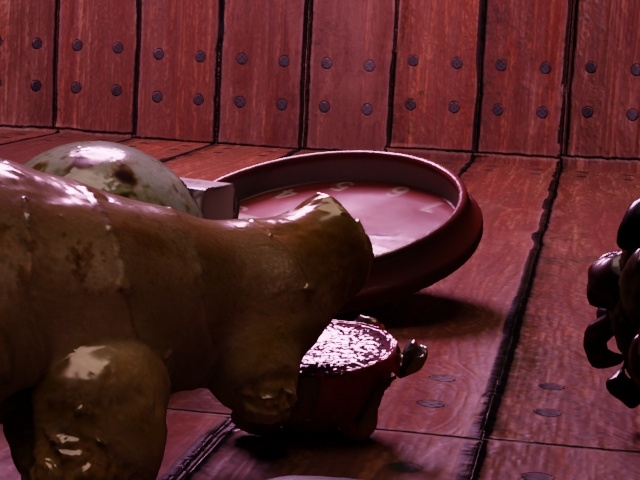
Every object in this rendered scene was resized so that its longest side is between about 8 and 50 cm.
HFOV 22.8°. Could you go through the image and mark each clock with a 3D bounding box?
[{"bbox_3d":[0.000,0.000,1.540,0.318,0.080,0.318,-6,24,3],"label":"clock"}]

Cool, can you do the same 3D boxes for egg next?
[{"bbox_3d":[-0.171,0.006,1.250,0.169,0.169,0.231,6,6,20],"label":"egg"}]

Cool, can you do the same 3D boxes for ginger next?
[{"bbox_3d":[-0.114,0.039,0.909,0.375,0.166,0.236,-1,30,-21],"label":"ginger"}]

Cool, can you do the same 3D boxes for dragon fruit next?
[{"bbox_3d":[-0.001,0.097,1.061,0.126,0.068,0.112,-11,19,-18],"label":"dragon fruit"}]

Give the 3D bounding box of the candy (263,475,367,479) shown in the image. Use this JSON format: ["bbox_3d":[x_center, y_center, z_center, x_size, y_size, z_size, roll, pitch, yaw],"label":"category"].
[{"bbox_3d":[0.034,0.146,0.704,0.174,0.071,0.138,5,9,10],"label":"candy"}]

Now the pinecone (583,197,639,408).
[{"bbox_3d":[0.298,0.040,1.048,0.224,0.224,0.272,1,-3,-13],"label":"pinecone"}]

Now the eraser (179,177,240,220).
[{"bbox_3d":[-0.181,0.001,1.423,0.210,0.124,0.068,8,11,26],"label":"eraser"}]
